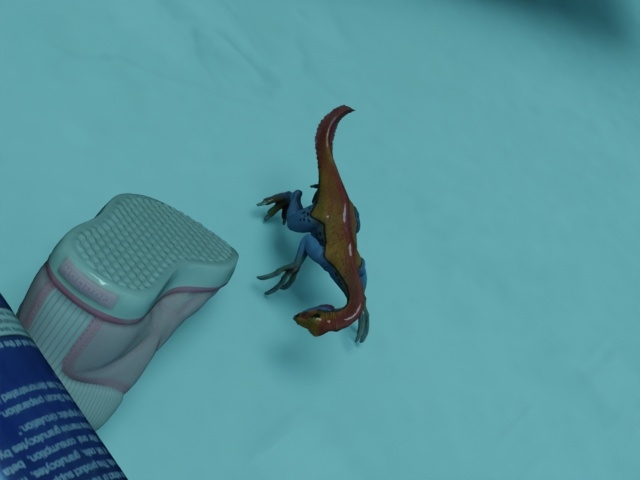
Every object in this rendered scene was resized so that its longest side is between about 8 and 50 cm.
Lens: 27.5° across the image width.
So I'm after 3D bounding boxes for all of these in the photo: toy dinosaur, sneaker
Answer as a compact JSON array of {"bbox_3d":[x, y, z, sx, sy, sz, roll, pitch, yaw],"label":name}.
[{"bbox_3d":[0.000,0.000,0.534,0.047,0.090,0.082,-2,25,-18],"label":"toy dinosaur"},{"bbox_3d":[-0.077,0.026,0.478,0.051,0.070,0.134,34,14,5],"label":"sneaker"}]

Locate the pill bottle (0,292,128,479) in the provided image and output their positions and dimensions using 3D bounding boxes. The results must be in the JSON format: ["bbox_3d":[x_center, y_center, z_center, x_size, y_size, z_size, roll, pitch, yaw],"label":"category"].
[{"bbox_3d":[-0.094,0.094,0.371,0.094,0.094,0.169,-26,73,-44],"label":"pill bottle"}]
